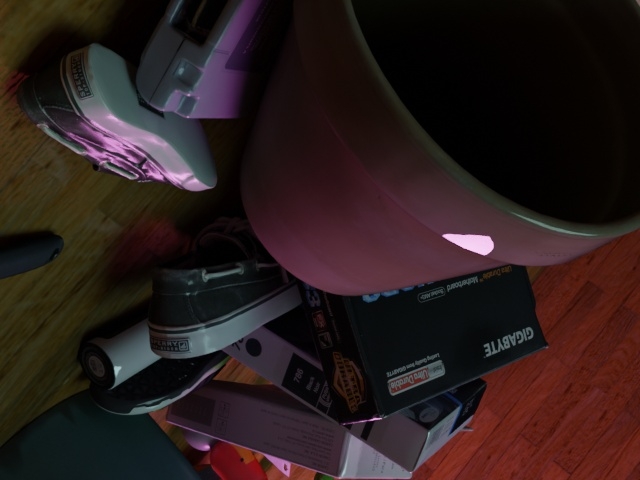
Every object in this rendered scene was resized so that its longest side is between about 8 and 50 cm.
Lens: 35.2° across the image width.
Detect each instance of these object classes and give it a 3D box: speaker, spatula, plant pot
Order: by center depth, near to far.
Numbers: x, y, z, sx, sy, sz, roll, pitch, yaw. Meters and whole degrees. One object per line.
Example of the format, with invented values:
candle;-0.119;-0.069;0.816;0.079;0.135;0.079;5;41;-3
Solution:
spatula;-0.286;0.024;0.732;0.084;0.030;0.296;-57;161;19
plant pot;0.079;-0.090;0.826;0.323;0.323;0.280;-35;175;-41
speaker;-0.186;0.104;1.068;0.136;0.055;0.055;-30;152;-46
plant pot;-0.237;0.346;1.115;0.293;0.235;0.293;-44;159;-22

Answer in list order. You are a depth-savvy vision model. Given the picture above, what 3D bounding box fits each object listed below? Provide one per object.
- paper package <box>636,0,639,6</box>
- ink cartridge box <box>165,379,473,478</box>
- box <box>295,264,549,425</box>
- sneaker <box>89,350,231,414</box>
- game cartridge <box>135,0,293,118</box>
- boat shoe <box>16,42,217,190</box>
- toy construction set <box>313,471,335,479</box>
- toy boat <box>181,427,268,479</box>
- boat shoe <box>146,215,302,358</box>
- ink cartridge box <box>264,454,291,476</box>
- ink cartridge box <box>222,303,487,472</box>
paper package;0.233;-0.300;1.058;0.325;0.168;0.309;-56;151;10
ink cartridge box;0.000;0.233;1.274;0.261;0.296;0.066;14;85;-48
box;0.097;0.012;1.065;0.295;0.293;0.073;-12;173;-43
sneaker;-0.174;0.161;1.154;0.234;0.084;0.097;-22;147;-55
game cartridge;-0.025;-0.229;0.786;0.294;0.060;0.196;-58;168;13
boat shoe;-0.151;-0.087;0.786;0.070;0.078;0.219;-18;159;15
toy construction set;-0.143;0.541;1.820;0.309;0.237;0.257;-45;-163;22
toy boat;-0.175;0.361;1.463;0.267;0.148;0.318;-27;157;-41
boat shoe;-0.092;0.028;1.065;0.306;0.113;0.105;-27;116;-61
ink cartridge box;-0.081;0.317;1.597;0.029;0.115;0.063;-41;159;-27
ink cartridge box;0.011;0.126;1.153;0.165;0.332;0.065;-23;136;-57
